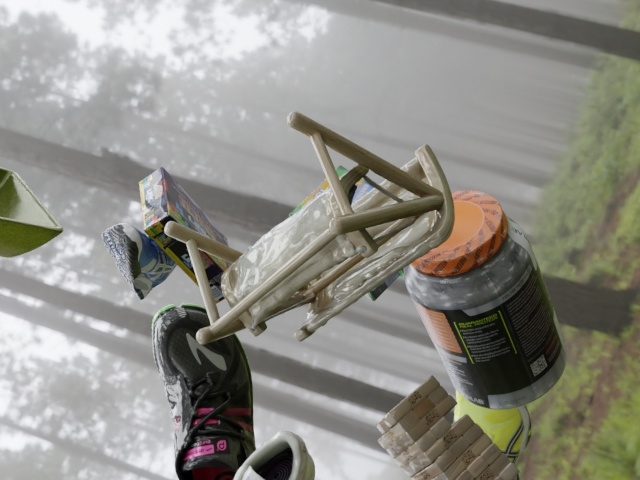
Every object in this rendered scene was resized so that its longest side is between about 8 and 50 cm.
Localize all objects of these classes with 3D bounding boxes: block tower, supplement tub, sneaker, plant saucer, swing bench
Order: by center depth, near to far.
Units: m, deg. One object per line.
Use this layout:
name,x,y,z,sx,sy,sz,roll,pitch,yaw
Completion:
plant saucer,-0.353,-0.037,0.853,0.188,0.188,0.045,12,-77,-35
swing bench,0.000,0.000,1.123,0.254,0.165,0.253,9,-38,-46
block tower,0.220,0.341,1.235,0.097,0.335,0.091,-35,-12,-28
sneaker,-0.118,0.383,1.269,0.305,0.114,0.152,-54,-19,-27
sneaker,-0.260,0.016,1.363,0.081,0.080,0.211,-35,-12,-13
supplement tub,0.245,0.090,1.414,0.316,0.193,0.194,62,-140,-36
sneaker,0.310,0.421,1.781,0.147,0.145,0.385,-40,-50,-46
sneaker,-0.201,0.349,1.781,0.202,0.185,0.483,-154,48,-83

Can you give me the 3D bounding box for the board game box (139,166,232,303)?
board game box,-0.194,-0.008,1.385,0.170,0.048,0.141,51,-168,-35

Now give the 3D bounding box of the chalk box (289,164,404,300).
chalk box,0.078,-0.003,1.558,0.132,0.213,0.132,-45,-37,-11
